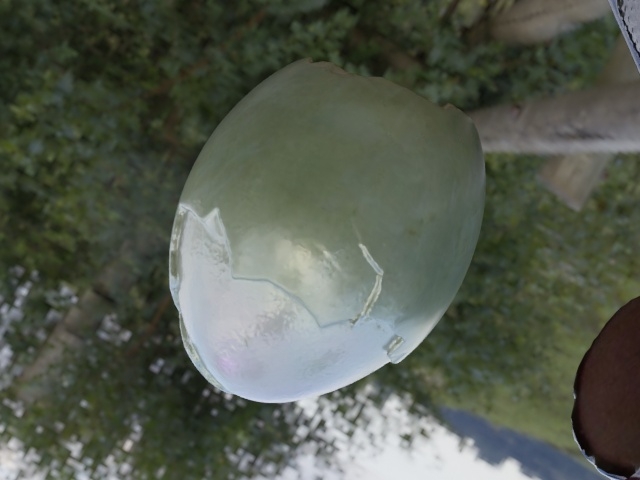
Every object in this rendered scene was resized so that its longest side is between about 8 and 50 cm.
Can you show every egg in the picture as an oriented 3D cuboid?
[{"bbox_3d":[0.000,0.000,1.303,0.278,0.336,0.278,24,174,3],"label":"egg"}]

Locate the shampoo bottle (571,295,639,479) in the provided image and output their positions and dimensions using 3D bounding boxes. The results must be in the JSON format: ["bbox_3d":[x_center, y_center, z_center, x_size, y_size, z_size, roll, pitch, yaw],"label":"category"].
[{"bbox_3d":[0.236,0.115,0.543,0.323,0.084,0.129,27,-147,-29],"label":"shampoo bottle"}]

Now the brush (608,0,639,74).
[{"bbox_3d":[0.134,-0.126,0.590,0.193,0.016,0.063,71,157,12],"label":"brush"}]
